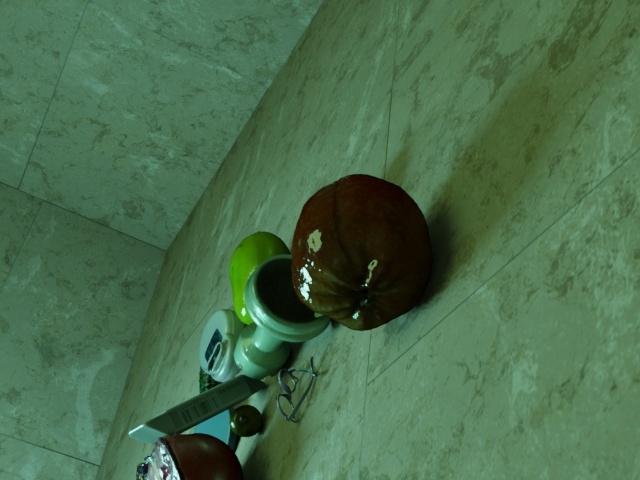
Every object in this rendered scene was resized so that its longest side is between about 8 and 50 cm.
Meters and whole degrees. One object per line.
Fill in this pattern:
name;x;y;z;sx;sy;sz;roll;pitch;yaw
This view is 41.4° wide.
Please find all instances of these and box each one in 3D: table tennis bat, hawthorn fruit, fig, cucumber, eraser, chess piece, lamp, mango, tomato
table tennis bat;-0.297;0.525;2.152;0.329;0.044;0.215;-40;42;44
hawthorn fruit;0.065;0.018;1.455;0.258;0.258;0.262;-57;47;28
fig;-0.168;0.412;1.926;0.088;0.074;0.074;75;-147;-73
cucumber;-0.303;0.422;2.341;0.067;0.067;0.293;-60;19;21
eraser;-0.268;0.378;1.908;0.352;0.061;0.089;-20;-12;-49
chess piece;-0.098;0.187;1.855;0.299;0.194;0.194;118;166;-48
lamp;-0.243;0.282;2.222;0.179;0.108;0.246;-67;21;15
mango;-0.149;0.089;2.174;0.185;0.149;0.273;-52;27;21
tomato;-0.250;0.557;1.805;0.290;0.176;0.335;66;149;28

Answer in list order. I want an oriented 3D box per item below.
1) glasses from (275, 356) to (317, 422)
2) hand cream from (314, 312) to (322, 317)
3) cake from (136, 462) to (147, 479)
glasses;-0.033;0.295;1.742;0.104;0.062;0.140;-33;30;22
hand cream;0.057;0.007;1.742;0.147;0.093;0.306;-24;43;43
cake;-0.416;0.681;2.257;0.246;0.112;0.135;-5;73;63
